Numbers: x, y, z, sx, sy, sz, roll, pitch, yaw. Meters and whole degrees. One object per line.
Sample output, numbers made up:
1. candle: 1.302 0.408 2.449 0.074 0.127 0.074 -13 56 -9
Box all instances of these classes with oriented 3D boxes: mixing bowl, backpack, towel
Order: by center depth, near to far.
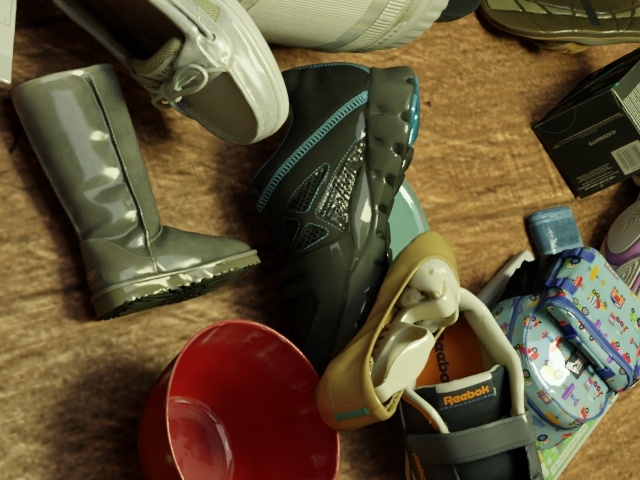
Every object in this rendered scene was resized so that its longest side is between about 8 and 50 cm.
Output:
1. mixing bowl: -0.082 0.165 1.332 0.181 0.098 0.181 20 59 -36
2. backpack: 0.236 0.112 1.615 0.158 0.117 0.173 51 47 -13
3. towel: 0.268 0.022 1.782 0.067 0.029 0.119 -10 79 -45

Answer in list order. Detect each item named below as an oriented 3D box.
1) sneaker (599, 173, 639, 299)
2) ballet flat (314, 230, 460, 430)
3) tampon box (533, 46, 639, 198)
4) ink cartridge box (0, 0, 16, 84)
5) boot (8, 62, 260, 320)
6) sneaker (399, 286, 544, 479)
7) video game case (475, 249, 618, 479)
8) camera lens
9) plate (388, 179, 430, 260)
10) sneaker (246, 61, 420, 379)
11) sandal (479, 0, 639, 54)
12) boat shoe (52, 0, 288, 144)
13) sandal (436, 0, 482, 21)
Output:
1. sneaker: 0.414 -0.006 1.867 0.152 0.114 0.305 50 42 -16
2. ballet flat: 0.079 0.076 1.389 0.080 0.073 0.232 54 49 -25
3. tampon box: 0.346 -0.142 1.863 0.101 0.120 0.161 56 44 -7
4. ink cartridge box: -0.361 -0.261 1.286 0.275 0.060 0.239 21 59 -37
5. boot: -0.156 -0.049 1.389 0.189 0.076 0.209 -10 73 -48
6. sneaker: 0.137 0.193 1.488 0.126 0.127 0.321 -16 76 -10
7. video game case: 0.211 0.139 1.679 0.193 0.023 0.212 57 44 -8
8. camera lens: -0.029 -0.289 1.499 0.274 0.219 0.219 4 69 -43
9. plate: 0.050 -0.012 1.593 0.188 0.024 0.188 20 60 -38
10. sneaker: 0.000 0.000 1.490 0.125 0.139 0.341 72 28 -72
11. sandal: 0.281 -0.250 1.873 0.219 0.060 0.090 1 52 -22
12. boat shoe: -0.155 -0.188 1.359 0.320 0.118 0.103 49 51 -24
13. sandal: 0.113 -0.285 1.740 0.254 0.054 0.097 -13 83 -53
